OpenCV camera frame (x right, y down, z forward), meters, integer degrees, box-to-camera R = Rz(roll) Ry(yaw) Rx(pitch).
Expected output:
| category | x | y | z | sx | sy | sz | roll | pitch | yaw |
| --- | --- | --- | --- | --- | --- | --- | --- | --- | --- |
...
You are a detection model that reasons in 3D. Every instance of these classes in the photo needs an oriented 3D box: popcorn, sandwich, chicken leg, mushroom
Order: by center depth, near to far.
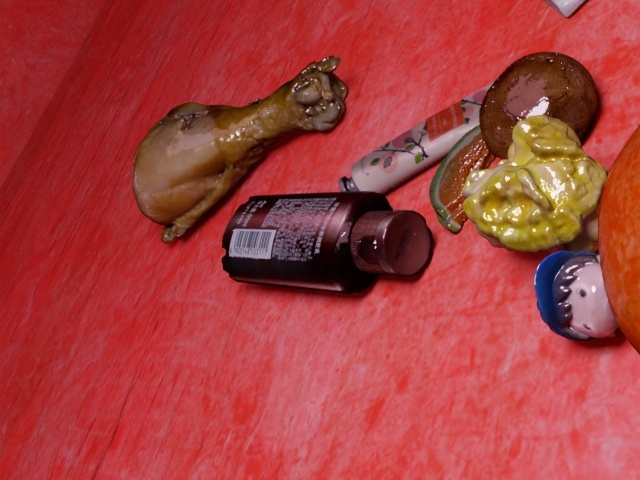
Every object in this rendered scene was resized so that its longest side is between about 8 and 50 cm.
| category | x | y | z | sx | sy | sz | roll | pitch | yaw |
| --- | --- | --- | --- | --- | --- | --- | --- | --- | --- |
| popcorn | 0.201 | -0.039 | 0.821 | 0.126 | 0.125 | 0.145 | -55 | 5 | -19 |
| mushroom | 0.225 | -0.133 | 0.940 | 0.127 | 0.087 | 0.127 | -12 | 69 | 33 |
| sandwich | 0.155 | -0.070 | 1.006 | 0.067 | 0.029 | 0.135 | -3 | 57 | 54 |
| chicken leg | -0.126 | -0.152 | 1.392 | 0.429 | 0.153 | 0.201 | -24 | 53 | 29 |

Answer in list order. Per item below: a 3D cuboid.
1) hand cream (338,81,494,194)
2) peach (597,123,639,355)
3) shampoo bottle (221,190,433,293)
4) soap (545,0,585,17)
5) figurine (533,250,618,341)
| category | x | y | z | sx | sy | sz | roll | pitch | yaw |
| --- | --- | --- | --- | --- | --- | --- | --- | --- | --- |
| hand cream | 0.124 | -0.113 | 1.087 | 0.234 | 0.050 | 0.080 | -31 | 33 | 23 |
| peach | 0.291 | 0.020 | 0.560 | 0.232 | 0.257 | 0.232 | -4 | 30 | 2 |
| shampoo bottle | 0.000 | 0.000 | 1.098 | 0.323 | 0.084 | 0.129 | 0 | 62 | 53 |
| soap | 0.320 | -0.384 | 1.044 | 0.230 | 0.091 | 0.145 | -43 | 35 | 15 |
| figurine | 0.239 | 0.044 | 0.727 | 0.149 | 0.086 | 0.087 | 1 | 24 | 43 |
